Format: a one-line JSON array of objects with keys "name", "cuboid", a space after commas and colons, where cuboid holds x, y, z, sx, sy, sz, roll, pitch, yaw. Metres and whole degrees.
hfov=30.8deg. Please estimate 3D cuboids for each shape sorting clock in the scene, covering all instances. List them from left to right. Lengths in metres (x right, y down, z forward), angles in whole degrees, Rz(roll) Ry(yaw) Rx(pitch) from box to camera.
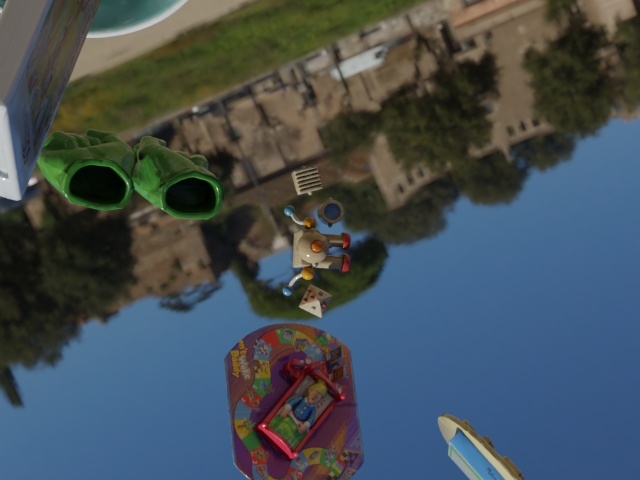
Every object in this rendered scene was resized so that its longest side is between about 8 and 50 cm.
[{"name": "shape sorting clock", "cuboid": [0.208, 0.278, 1.330, 0.040, 0.206, 0.206, -40, -168, -7]}]

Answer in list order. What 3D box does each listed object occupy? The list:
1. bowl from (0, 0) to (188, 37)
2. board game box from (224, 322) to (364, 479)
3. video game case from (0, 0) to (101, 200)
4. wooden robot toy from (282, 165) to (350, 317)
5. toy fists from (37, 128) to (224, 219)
[{"name": "bowl", "cuboid": [-0.241, -0.381, 1.177, 0.311, 0.311, 0.163, -20, -145, 18]}, {"name": "board game box", "cuboid": [-0.019, 0.155, 1.098, 0.133, 0.168, 0.033, 1, 160, -23]}, {"name": "video game case", "cuboid": [-0.165, -0.154, 0.743, 0.206, 0.026, 0.227, 135, -27, -73]}, {"name": "wooden robot toy", "cuboid": [0.000, 0.000, 1.305, 0.076, 0.173, 0.079, 1, 176, -8]}, {"name": "toy fists", "cuboid": [-0.280, -0.103, 1.718, 0.279, 0.096, 0.142, 5, -163, -34]}]
